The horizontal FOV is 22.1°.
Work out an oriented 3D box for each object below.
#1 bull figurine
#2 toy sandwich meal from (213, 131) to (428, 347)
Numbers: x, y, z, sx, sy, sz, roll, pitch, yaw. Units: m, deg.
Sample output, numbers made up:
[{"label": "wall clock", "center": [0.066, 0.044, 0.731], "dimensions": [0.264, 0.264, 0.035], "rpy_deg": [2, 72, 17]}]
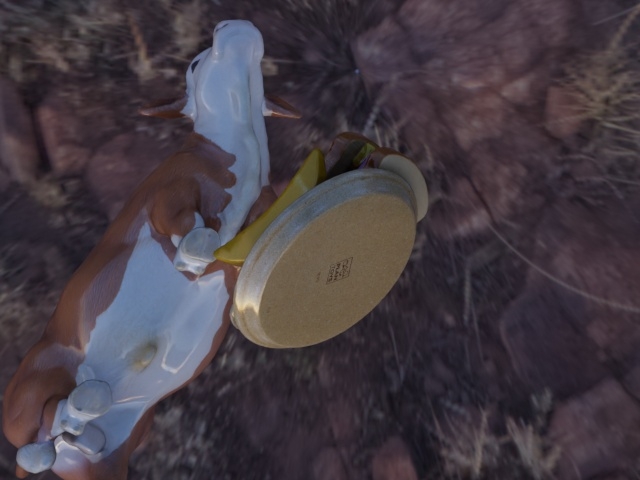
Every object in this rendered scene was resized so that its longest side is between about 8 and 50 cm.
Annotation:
[{"label": "bull figurine", "center": [-0.088, 0.022, 0.964], "dimensions": [0.101, 0.188, 0.310], "rpy_deg": [27, 95, -20]}, {"label": "toy sandwich meal", "center": [0.000, 0.000, 0.567], "dimensions": [0.085, 0.085, 0.029], "rpy_deg": [-47, 55, 5]}]
